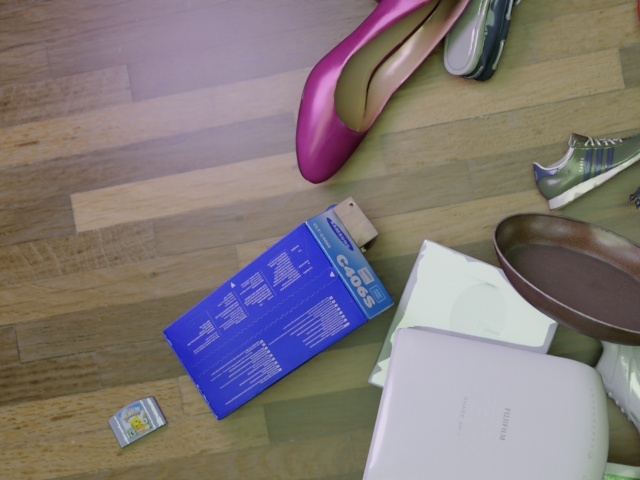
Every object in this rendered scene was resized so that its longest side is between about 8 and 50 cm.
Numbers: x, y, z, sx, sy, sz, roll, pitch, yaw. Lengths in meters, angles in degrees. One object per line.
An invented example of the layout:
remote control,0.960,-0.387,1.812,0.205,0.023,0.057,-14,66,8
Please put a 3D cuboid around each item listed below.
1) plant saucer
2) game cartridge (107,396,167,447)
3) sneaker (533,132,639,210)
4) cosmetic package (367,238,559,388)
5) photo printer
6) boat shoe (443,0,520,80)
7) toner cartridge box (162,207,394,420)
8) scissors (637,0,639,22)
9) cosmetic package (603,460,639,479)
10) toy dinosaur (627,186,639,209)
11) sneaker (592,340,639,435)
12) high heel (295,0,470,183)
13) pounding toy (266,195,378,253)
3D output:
plant saucer,0.380,0.059,1.816,0.311,0.310,0.050,22,117,8
game cartridge,-0.287,0.280,2.025,0.083,0.017,0.056,-30,80,6
sneaker,0.402,-0.127,1.919,0.192,0.064,0.086,-32,89,9
cosmetic package,0.216,0.144,1.898,0.224,0.138,0.224,22,90,8
photo printer,0.226,0.262,1.731,0.308,0.107,0.256,11,63,8
boat shoe,0.255,-0.363,1.932,0.095,0.079,0.254,15,96,49
toner cartridge box,-0.068,0.113,1.886,0.348,0.075,0.165,-36,85,37
scissors,0.510,-0.253,1.891,0.109,0.021,0.297,8,71,1
cosmetic package,0.338,0.485,1.816,0.197,0.155,0.365,7,81,6
toy dinosaur,0.512,-0.088,1.890,0.064,0.118,0.268,6,85,48
sneaker,0.452,0.210,1.900,0.115,0.090,0.232,-13,90,29
high heel,0.092,-0.248,1.903,0.181,0.127,0.377,20,88,49
pounding toy,0.000,0.000,1.949,0.130,0.141,0.100,-34,83,-9
